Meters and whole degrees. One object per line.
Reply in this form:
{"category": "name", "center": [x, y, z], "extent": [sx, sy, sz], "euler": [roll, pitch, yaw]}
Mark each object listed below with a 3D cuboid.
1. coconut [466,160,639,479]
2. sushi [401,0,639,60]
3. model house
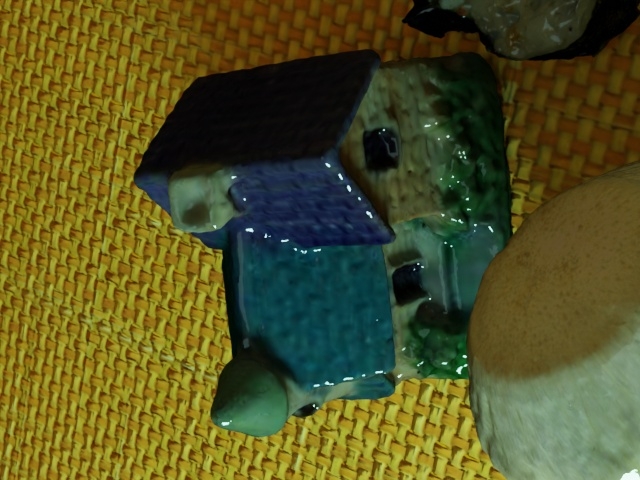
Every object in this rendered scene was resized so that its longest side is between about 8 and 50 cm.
{"category": "coconut", "center": [0.276, 0.094, 0.914], "extent": [0.328, 0.329, 0.329], "euler": [5, 99, 33]}
{"category": "sushi", "center": [0.154, -0.216, 1.041], "extent": [0.212, 0.115, 0.147], "euler": [35, 111, 27]}
{"category": "model house", "center": [0.000, 0.000, 1.074], "extent": [0.245, 0.280, 0.312], "euler": [0, 98, 34]}
